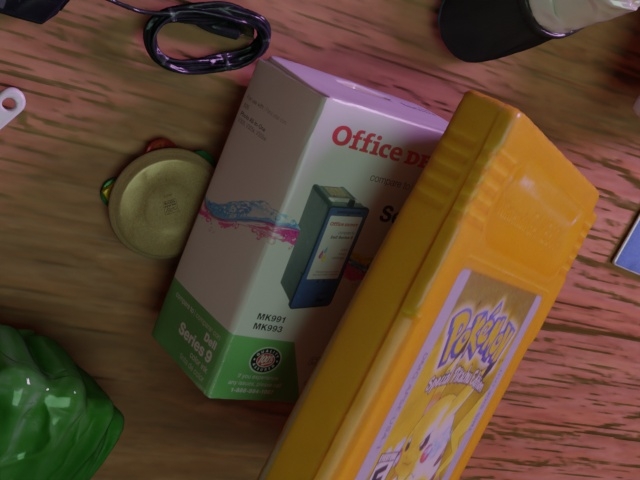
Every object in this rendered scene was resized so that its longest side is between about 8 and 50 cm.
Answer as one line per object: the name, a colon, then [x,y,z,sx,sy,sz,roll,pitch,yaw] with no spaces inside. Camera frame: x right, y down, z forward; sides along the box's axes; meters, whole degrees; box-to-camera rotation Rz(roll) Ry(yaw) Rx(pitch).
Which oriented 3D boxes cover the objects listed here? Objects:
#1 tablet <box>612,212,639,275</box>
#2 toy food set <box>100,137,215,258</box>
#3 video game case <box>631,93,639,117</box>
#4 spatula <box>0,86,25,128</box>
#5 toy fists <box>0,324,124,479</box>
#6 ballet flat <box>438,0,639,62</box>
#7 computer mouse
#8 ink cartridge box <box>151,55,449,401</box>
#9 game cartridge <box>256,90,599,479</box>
tablet: [0.293,-0.009,0.901,0.054,0.006,0.083,19,104,-31]
toy food set: [-0.104,-0.027,0.698,0.083,0.020,0.082,-33,123,-7]
video game case: [0.356,-0.169,0.789,0.212,0.023,0.193,-2,131,-39]
spatula: [-0.303,-0.049,0.599,0.242,0.019,0.168,-42,118,-3]
toy fists: [-0.251,0.099,0.641,0.142,0.096,0.279,-46,131,15]
ballet flat: [0.209,-0.213,0.710,0.280,0.096,0.095,-37,124,-4]
computer mouse: [-0.136,-0.154,0.618,0.242,0.041,0.071,15,115,-37]
ink cartridge box: [0.000,0.000,0.705,0.154,0.093,0.212,11,107,-39]
game cartridge: [0.087,0.081,0.725,0.323,0.053,0.285,-61,154,5]
